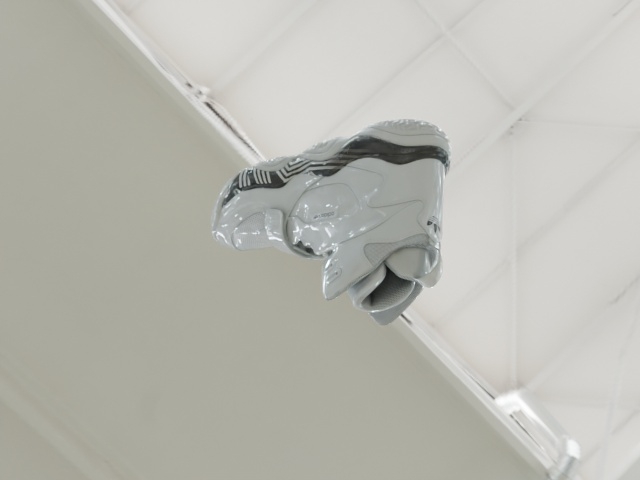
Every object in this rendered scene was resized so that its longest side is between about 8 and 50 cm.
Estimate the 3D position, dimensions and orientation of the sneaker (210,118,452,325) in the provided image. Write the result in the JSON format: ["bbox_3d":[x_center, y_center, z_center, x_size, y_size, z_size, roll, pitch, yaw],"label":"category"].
[{"bbox_3d":[0.000,0.000,1.047,0.365,0.137,0.210,-19,-121,33],"label":"sneaker"}]
